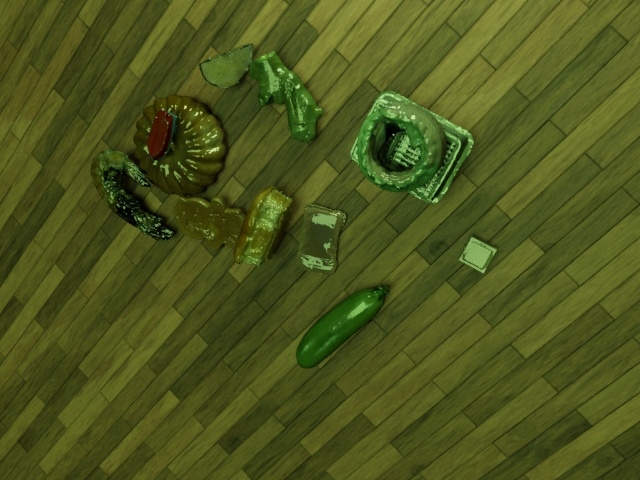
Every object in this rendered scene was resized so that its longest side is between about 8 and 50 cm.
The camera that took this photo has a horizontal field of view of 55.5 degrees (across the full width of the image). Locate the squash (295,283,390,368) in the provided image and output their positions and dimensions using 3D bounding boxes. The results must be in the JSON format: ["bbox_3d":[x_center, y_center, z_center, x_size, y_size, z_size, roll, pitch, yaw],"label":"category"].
[{"bbox_3d":[0.053,0.257,1.831,0.395,0.107,0.107,-43,85,23],"label":"squash"}]

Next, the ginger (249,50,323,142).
[{"bbox_3d":[-0.103,-0.416,1.765,0.137,0.089,0.290,-44,89,4],"label":"ginger"}]

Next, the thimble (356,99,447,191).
[{"bbox_3d":[0.196,-0.228,1.475,0.219,0.150,0.219,5,104,19],"label":"thimble"}]

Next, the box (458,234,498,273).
[{"bbox_3d":[0.434,0.037,1.685,0.083,0.035,0.079,30,109,13],"label":"box"}]

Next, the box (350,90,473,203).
[{"bbox_3d":[0.237,-0.248,1.627,0.291,0.166,0.220,31,110,12],"label":"box"}]

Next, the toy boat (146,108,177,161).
[{"bbox_3d":[-0.475,-0.313,1.828,0.069,0.059,0.173,28,115,12],"label":"toy boat"}]

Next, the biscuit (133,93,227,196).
[{"bbox_3d":[-0.453,-0.294,1.910,0.326,0.107,0.325,5,106,18],"label":"biscuit"}]

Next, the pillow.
[{"bbox_3d":[-0.003,0.000,1.839,0.135,0.034,0.211,14,107,13],"label":"pillow"}]

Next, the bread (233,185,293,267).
[{"bbox_3d":[-0.172,-0.038,1.817,0.121,0.174,0.245,31,117,7],"label":"bread"}]

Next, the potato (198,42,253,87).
[{"bbox_3d":[-0.273,-0.519,1.819,0.172,0.089,0.100,-28,113,-8],"label":"potato"}]

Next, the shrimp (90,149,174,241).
[{"bbox_3d":[-0.611,-0.149,1.981,0.365,0.071,0.233,39,131,10],"label":"shrimp"}]

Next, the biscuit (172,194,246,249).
[{"bbox_3d":[-0.353,-0.061,1.936,0.249,0.035,0.184,13,117,11],"label":"biscuit"}]
